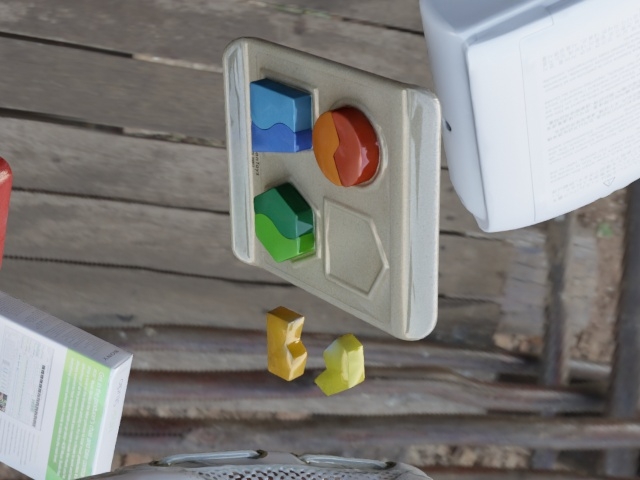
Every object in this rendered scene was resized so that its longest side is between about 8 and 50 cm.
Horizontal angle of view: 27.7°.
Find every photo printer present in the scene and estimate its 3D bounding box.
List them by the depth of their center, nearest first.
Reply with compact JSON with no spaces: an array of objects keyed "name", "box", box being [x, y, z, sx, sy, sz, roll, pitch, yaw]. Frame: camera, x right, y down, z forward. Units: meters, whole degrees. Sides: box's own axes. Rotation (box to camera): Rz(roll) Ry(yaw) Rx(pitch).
[{"name":"photo printer","box":[0.222,-0.143,1.128,0.256,0.107,0.307,-26,145,-4]}]

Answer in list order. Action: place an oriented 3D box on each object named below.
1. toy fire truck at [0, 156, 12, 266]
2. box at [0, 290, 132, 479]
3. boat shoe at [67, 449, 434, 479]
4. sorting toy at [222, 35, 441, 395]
[{"name":"toy fire truck","box":[-0.488,-0.012,1.540,0.169,0.254,0.302,-45,157,-52]},{"name":"box","box":[-0.418,0.195,1.773,0.058,0.322,0.232,-36,146,-58]},{"name":"boat shoe","box":[-0.062,0.156,0.676,0.277,0.096,0.098,2,106,-14]},{"name":"sorting toy","box":[0.000,0.000,1.078,0.041,0.229,0.307,-22,121,-39]}]
